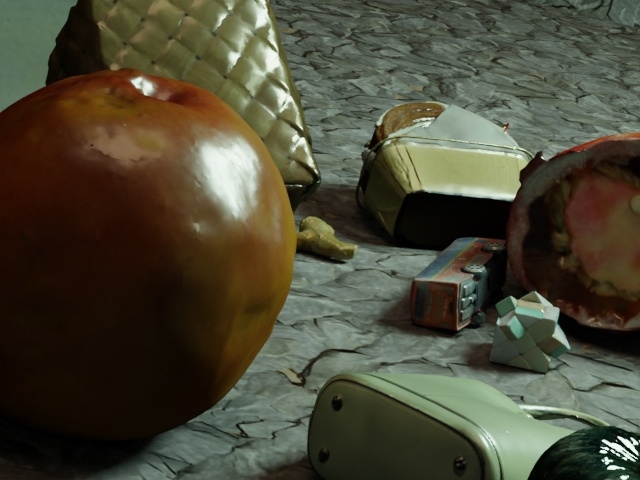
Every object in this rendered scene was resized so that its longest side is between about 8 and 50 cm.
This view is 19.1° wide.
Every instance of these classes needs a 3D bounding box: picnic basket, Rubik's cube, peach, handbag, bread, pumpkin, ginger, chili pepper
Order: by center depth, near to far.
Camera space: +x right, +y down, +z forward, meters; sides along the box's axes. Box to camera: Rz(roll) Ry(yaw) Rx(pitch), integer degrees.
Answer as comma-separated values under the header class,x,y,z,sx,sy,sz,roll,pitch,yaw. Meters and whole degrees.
class,x,y,z,sx,sy,sz,roll,pitch,yaw
pumpkin,0.258,0.221,1.465,0.211,0.152,0.211,21,23,-10
peach,-0.181,0.001,1.656,0.342,0.302,0.343,7,19,-3
handbag,0.152,0.188,1.670,0.241,0.109,0.315,26,11,37
Rubik's cube,0.216,0.089,1.956,0.084,0.073,0.075,5,20,-9
picnic basket,-0.176,-0.118,2.132,0.293,0.337,0.337,-8,25,-26
chili pepper,0.349,-0.009,2.148,0.251,0.229,0.305,-26,-6,12
ginger,-0.001,0.000,2.179,0.097,0.030,0.048,12,46,15
bread,0.149,-0.076,2.328,0.224,0.142,0.212,5,34,-17

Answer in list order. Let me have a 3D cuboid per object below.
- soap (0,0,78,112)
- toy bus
class,x,y,z,sx,sy,sz,roll,pitch,yaw
soap,-0.416,-0.284,2.518,0.435,0.213,0.350,-1,19,-29
toy bus,0.155,0.044,2.076,0.077,0.065,0.192,8,17,18
